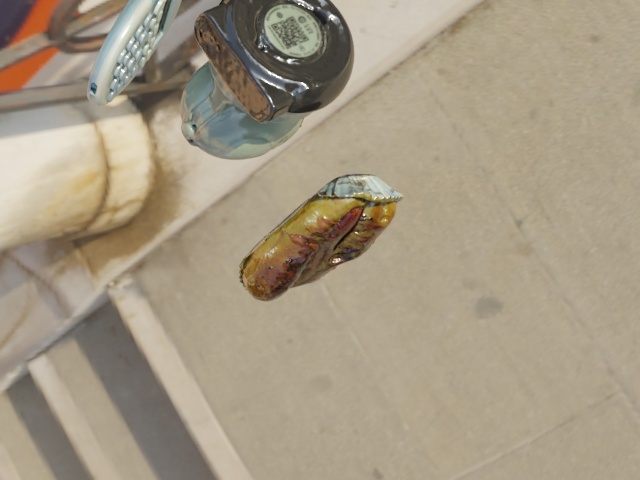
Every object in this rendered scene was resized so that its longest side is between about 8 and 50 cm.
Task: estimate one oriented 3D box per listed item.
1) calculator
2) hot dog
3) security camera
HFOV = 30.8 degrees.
[{"bbox_3d":[-0.250,-0.314,1.666,0.042,0.303,0.188,27,144,-2],"label":"calculator"},{"bbox_3d":[0.000,0.000,1.631,0.270,0.162,0.082,-41,64,35],"label":"hot dog"},{"bbox_3d":[-0.086,-0.214,1.602,0.197,0.191,0.277,53,146,7],"label":"security camera"}]
